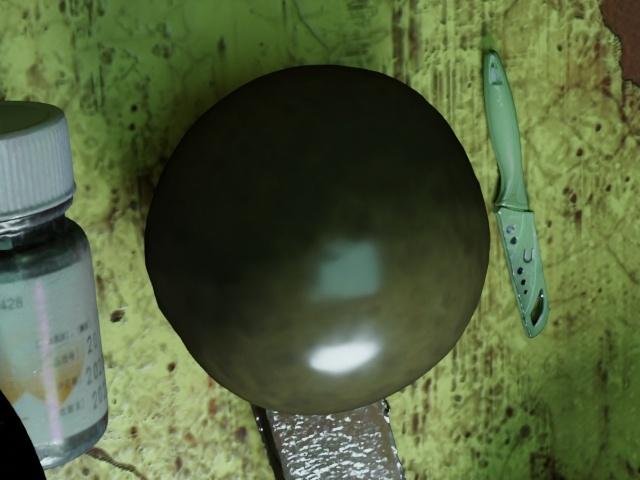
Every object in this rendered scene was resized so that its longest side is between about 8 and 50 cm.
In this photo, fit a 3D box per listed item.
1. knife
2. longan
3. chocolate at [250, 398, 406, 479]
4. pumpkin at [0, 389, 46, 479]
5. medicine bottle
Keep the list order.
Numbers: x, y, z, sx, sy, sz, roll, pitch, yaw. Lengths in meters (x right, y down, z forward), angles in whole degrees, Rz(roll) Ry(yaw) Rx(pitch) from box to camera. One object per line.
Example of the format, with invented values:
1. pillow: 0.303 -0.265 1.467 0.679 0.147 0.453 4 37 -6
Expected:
1. knife: 0.181 -0.041 1.805 0.043 0.020 0.293 -23 114 -24
2. longan: 0.003 -0.002 1.576 0.297 0.297 0.297 -7 106 -27
3. chocolate: 0.022 0.247 1.746 0.112 0.112 0.321 -21 112 -14
4. pumpkin: -0.336 0.202 1.333 0.315 0.315 0.238 -15 136 -24
5. medicine bottle: -0.261 0.037 1.503 0.165 0.165 0.273 -14 109 -25
